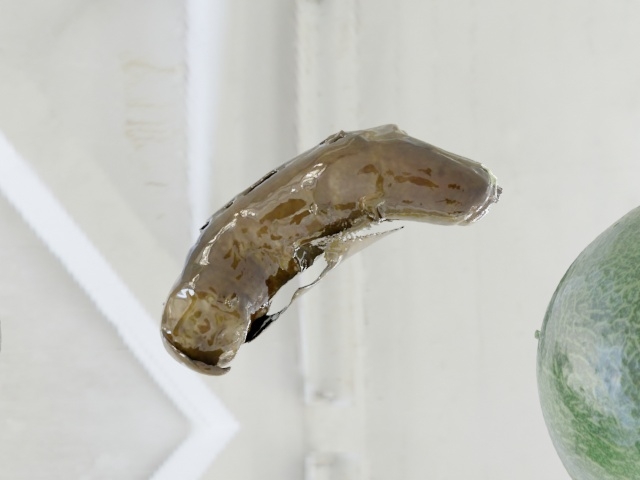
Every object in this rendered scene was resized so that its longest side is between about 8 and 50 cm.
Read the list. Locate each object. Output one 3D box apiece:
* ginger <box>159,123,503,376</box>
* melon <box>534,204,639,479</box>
[{"bbox_3d":[-0.009,-0.008,1.243,0.133,0.309,0.107,59,-173,35],"label":"ginger"},{"bbox_3d":[0.202,0.062,0.588,0.182,0.287,0.182,-15,-69,-46],"label":"melon"}]
